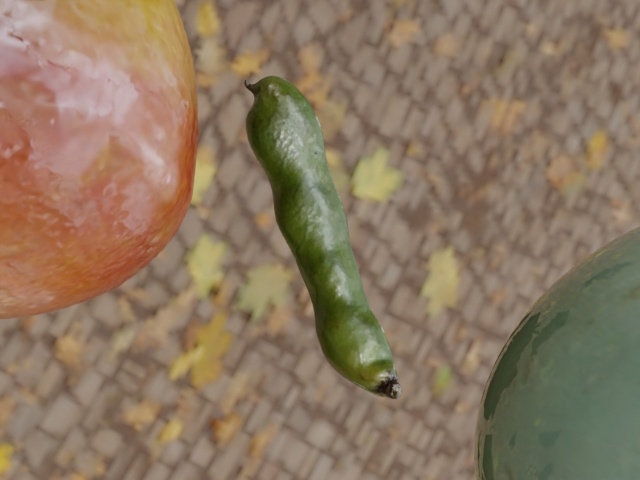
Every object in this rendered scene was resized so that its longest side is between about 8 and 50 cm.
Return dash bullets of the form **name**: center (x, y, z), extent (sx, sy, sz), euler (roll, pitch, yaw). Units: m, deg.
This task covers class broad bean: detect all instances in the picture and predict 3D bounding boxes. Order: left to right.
- **broad bean**: center (0.000, 0.000, 1.335), extent (0.052, 0.256, 0.053), euler (-14, 167, -27)

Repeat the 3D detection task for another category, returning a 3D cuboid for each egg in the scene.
- **egg**: center (0.157, 0.065, 0.595), extent (0.230, 0.168, 0.168), euler (0, 112, -28)

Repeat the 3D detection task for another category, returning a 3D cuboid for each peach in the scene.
- **peach**: center (-0.240, -0.105, 1.156), extent (0.290, 0.372, 0.372), euler (-48, 144, -3)
